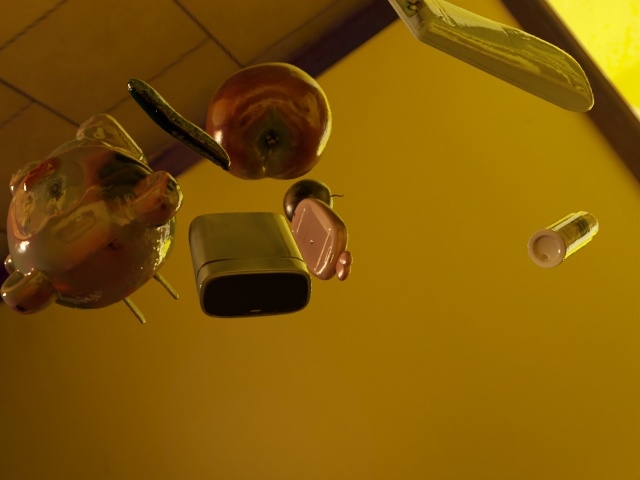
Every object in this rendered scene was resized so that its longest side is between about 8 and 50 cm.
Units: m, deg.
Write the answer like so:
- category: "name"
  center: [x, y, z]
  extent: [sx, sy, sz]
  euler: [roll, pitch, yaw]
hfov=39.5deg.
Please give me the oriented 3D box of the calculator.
- category: "calculator"
  center: [0.000, 0.000, 1.332]
  extent: [0.024, 0.166, 0.103]
  euler: [3, 119, -34]

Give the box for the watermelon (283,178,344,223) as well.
- category: "watermelon"
  center: [-0.014, -0.082, 1.888]
  extent: [0.133, 0.105, 0.105]
  euler: [-17, 159, -1]

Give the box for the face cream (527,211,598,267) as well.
- category: "face cream"
  center: [0.219, -0.005, 0.787]
  extent: [0.034, 0.034, 0.130]
  euler: [-43, 167, 30]

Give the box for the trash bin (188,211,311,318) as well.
- category: "trash bin"
  center: [-0.078, 0.023, 0.950]
  extent: [0.116, 0.130, 0.059]
  euler: [-1, 119, -14]

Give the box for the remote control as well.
- category: "remote control"
  center: [0.205, -0.225, 1.032]
  extent: [0.293, 0.103, 0.051]
  euler: [12, 127, -34]

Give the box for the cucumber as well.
- category: "cucumber"
  center: [-0.184, -0.148, 1.157]
  extent: [0.036, 0.033, 0.184]
  euler: [-22, 136, 31]

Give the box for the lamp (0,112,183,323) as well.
- category: "lamp"
  center: [-0.286, -0.016, 1.154]
  extent: [0.247, 0.301, 0.247]
  euler: [-33, 115, -2]

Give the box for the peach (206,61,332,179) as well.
- category: "peach"
  center: [-0.102, -0.236, 1.753]
  extent: [0.252, 0.252, 0.252]
  euler: [-26, 159, -11]
